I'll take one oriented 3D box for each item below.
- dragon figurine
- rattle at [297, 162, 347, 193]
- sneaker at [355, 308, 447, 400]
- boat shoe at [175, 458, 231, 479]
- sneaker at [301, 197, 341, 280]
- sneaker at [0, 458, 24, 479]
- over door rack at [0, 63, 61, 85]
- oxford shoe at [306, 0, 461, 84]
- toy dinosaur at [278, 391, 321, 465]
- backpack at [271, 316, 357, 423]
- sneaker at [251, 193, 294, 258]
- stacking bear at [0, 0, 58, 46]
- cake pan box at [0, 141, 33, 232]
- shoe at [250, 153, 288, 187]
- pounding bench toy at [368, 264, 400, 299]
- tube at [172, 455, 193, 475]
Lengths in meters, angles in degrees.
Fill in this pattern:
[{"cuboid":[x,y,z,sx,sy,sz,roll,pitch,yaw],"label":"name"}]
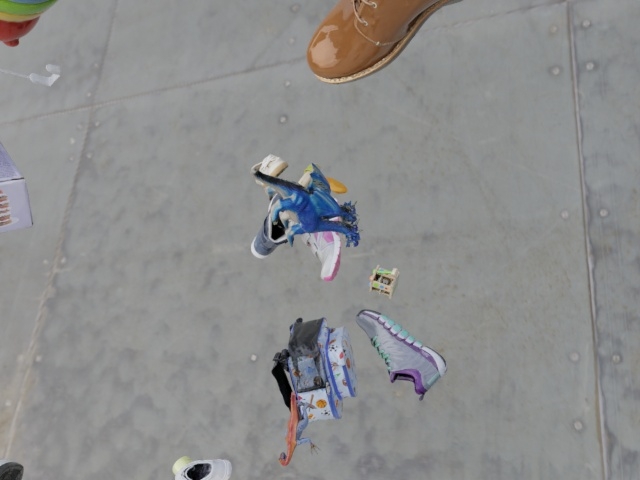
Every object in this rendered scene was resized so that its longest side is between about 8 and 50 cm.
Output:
[{"cuboid":[-0.018,-0.075,1.107,0.143,0.289,0.085,-24,48,7],"label":"dragon figurine"},{"cuboid":[-0.034,-0.126,1.893,0.200,0.142,0.130,-55,16,14],"label":"rattle"},{"cuboid":[0.145,0.229,1.274,0.223,0.083,0.098,31,66,29],"label":"sneaker"},{"cuboid":[-0.281,0.530,1.407,0.184,0.063,0.066,-19,56,40],"label":"boat shoe"},{"cuboid":[0.000,0.000,1.736,0.111,0.103,0.253,-2,58,-1],"label":"sneaker"},{"cuboid":[-0.631,0.420,1.113,0.178,0.296,0.124,27,56,-3],"label":"sneaker"},{"cuboid":[-0.706,-0.440,1.257,0.108,0.324,0.240,-26,68,54],"label":"over door rack"},{"cuboid":[0.047,-0.193,0.492,0.212,0.076,0.076,-28,80,46],"label":"oxford shoe"},{"cuboid":[-0.039,0.249,0.810,0.047,0.090,0.082,4,57,45],"label":"toy dinosaur"},{"cuboid":[0.000,0.373,1.758,0.212,0.276,0.264,-3,104,11],"label":"backpack"},{"cuboid":[-0.096,-0.070,1.636,0.086,0.163,0.226,28,64,-10],"label":"sneaker"},{"cuboid":[-0.417,-0.369,0.834,0.289,0.175,0.164,-21,30,53],"label":"stacking bear"},{"cuboid":[-0.487,-0.065,0.685,0.245,0.266,0.070,33,128,44],"label":"cake pan box"},{"cuboid":[-0.135,-0.173,1.548,0.058,0.219,0.076,44,79,-10],"label":"shoe"},{"cuboid":[0.155,0.090,1.519,0.065,0.083,0.052,19,50,15],"label":"pounding bench toy"},{"cuboid":[-0.322,0.696,1.730,0.070,0.062,0.240,-30,42,-31],"label":"tube"}]
